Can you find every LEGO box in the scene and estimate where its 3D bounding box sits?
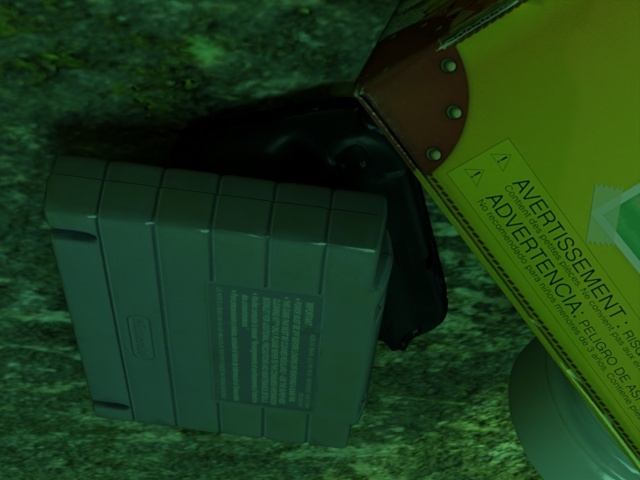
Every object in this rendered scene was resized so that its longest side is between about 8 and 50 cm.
[{"bbox_3d":[0.321,-0.017,0.769,0.372,0.193,0.500,-30,108,27],"label":"LEGO box"}]

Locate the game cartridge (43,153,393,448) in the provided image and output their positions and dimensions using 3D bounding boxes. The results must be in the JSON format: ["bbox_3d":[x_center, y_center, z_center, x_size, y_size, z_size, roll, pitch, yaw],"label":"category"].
[{"bbox_3d":[-0.070,0.057,1.059,0.230,0.068,0.355,4,151,-1],"label":"game cartridge"}]

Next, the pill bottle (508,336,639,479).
[{"bbox_3d":[0.334,0.060,1.098,0.224,0.224,0.392,9,143,-29],"label":"pill bottle"}]

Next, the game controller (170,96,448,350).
[{"bbox_3d":[0.000,0.000,1.069,0.167,0.067,0.319,-2,149,12],"label":"game controller"}]
